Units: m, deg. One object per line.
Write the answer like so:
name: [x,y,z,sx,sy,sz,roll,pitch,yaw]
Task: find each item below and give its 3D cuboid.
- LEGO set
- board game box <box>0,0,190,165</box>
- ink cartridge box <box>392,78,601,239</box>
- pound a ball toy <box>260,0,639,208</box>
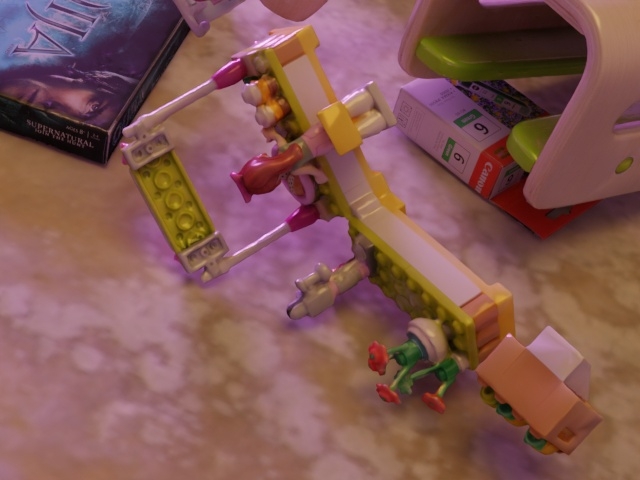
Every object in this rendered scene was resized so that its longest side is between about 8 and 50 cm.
LEGO set: [0.000,0.000,0.659,0.107,0.132,0.287,-32,84,-18]
board game box: [-0.141,-0.127,0.790,0.126,0.026,0.186,19,45,3]
ink cartridge box: [0.102,-0.055,0.789,0.115,0.029,0.063,40,49,23]
pound a ball toy: [0.154,-0.143,0.783,0.319,0.135,0.208,-10,48,-38]
